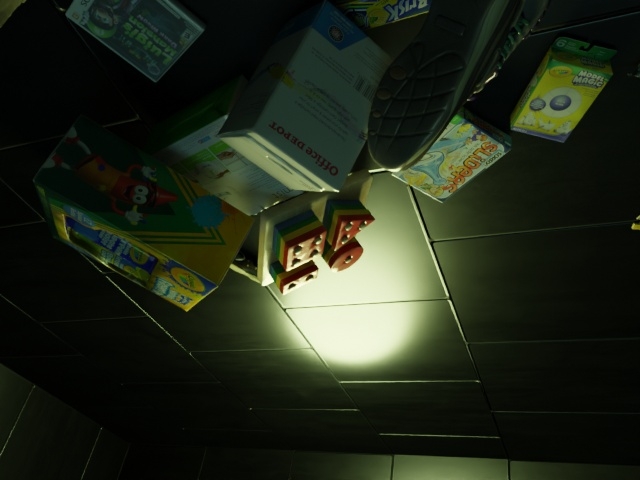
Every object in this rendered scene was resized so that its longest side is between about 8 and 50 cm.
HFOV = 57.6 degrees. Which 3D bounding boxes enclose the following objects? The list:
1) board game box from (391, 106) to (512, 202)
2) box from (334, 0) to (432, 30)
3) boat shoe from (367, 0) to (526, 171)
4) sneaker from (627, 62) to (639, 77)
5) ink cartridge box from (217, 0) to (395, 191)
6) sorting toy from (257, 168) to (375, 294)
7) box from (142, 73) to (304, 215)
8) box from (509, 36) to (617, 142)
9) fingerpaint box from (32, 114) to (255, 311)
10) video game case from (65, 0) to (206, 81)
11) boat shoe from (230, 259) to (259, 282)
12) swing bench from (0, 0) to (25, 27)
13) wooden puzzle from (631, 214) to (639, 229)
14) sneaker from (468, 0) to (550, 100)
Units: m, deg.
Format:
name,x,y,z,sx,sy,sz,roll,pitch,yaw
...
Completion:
name,x,y,z,sx,sy,sz,roll,pitch,yaw
board game box,0.251,-0.165,1.138,0.136,0.035,0.201,26,141,-18
box,0.110,-0.372,0.885,0.168,0.059,0.054,-8,142,25
boat shoe,0.197,-0.251,0.844,0.130,0.132,0.356,2,126,-46
sneaker,0.518,-0.279,0.913,0.069,0.038,0.098,-17,134,32
ink cartridge box,-0.020,-0.219,0.936,0.171,0.233,0.168,34,169,-27
sorting toy,0.000,0.000,1.251,0.255,0.089,0.257,-25,152,-22
box,-0.189,-0.165,1.181,0.261,0.127,0.231,-19,134,34
box,0.406,-0.251,0.979,0.105,0.043,0.179,13,142,-2
fingerpaint box,-0.381,-0.021,1.243,0.371,0.163,0.445,32,159,-12
video game case,-0.323,-0.385,1.016,0.190,0.022,0.173,35,138,-28
boat shoe,-0.200,0.073,1.570,0.133,0.042,0.049,28,165,-20
swing bench,-0.610,-0.364,0.928,0.254,0.253,0.165,-10,139,27
wooden puzzle,0.695,-0.053,1.184,0.078,0.014,0.116,10,143,1
sneaker,0.281,-0.304,0.894,0.083,0.098,0.224,19,143,-10
